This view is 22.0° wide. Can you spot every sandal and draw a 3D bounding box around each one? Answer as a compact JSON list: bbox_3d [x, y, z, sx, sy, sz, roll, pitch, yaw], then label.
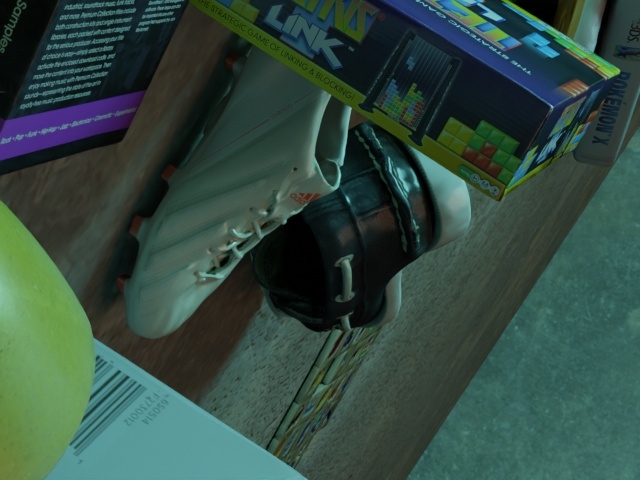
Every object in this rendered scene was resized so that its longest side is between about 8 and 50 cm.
[{"bbox_3d":[0.133,-0.129,1.101,0.265,0.076,0.102,105,3,-73],"label":"sandal"}]

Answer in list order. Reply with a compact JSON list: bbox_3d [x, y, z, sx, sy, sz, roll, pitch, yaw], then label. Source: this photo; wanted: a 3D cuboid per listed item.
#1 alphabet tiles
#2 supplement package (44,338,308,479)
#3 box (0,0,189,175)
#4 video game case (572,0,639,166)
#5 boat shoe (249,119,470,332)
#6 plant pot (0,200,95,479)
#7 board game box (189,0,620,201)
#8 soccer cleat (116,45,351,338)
[{"bbox_3d":[-0.009,0.165,1.564,0.237,0.009,0.198,-61,168,15],"label":"alphabet tiles"},{"bbox_3d":[-0.155,0.181,0.608,0.175,0.177,0.293,-45,163,-49],"label":"supplement package"},{"bbox_3d":[-0.074,-0.103,0.589,0.162,0.029,0.116,-61,169,18],"label":"box"},{"bbox_3d":[0.230,-0.253,1.135,0.300,0.036,0.329,81,21,-72],"label":"video game case"},{"bbox_3d":[0.000,0.000,0.982,0.091,0.114,0.302,-24,167,-16],"label":"boat shoe"},{"bbox_3d":[-0.137,0.013,0.434,0.134,0.134,0.095,-50,141,-35],"label":"plant pot"},{"bbox_3d":[0.035,-0.092,0.707,0.048,0.170,0.141,-60,169,20],"label":"board game box"},{"bbox_3d":[-0.035,-0.027,0.816,0.196,0.076,0.068,-61,168,14],"label":"soccer cleat"}]
